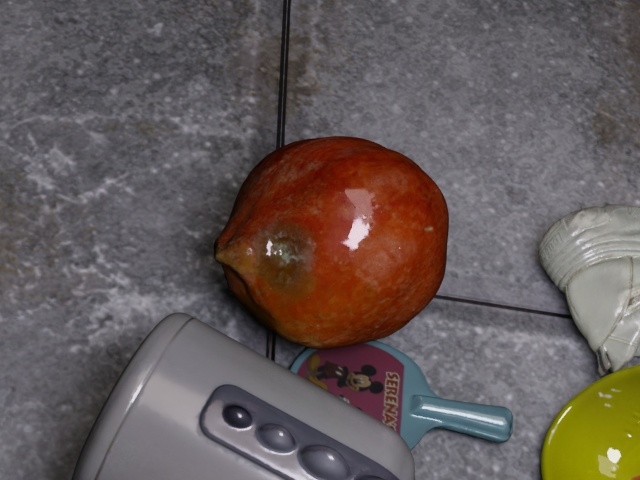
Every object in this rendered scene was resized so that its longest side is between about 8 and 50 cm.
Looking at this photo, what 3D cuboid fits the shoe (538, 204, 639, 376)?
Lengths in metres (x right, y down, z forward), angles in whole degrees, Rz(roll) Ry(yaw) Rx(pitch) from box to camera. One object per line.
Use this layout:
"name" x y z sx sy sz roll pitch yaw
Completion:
"shoe" 0.430 0.065 1.742 0.342 0.132 0.210 -6 60 -15

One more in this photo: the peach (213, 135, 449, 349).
"peach" 0.000 0.000 1.599 0.256 0.232 0.232 4 51 -35

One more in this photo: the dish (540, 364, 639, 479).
"dish" 0.341 0.259 1.550 0.108 0.221 0.262 41 44 -36

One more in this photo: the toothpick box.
"toothpick box" -0.048 0.218 1.415 0.316 0.229 0.229 27 51 5

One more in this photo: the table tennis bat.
"table tennis bat" 0.082 0.174 1.614 0.244 0.040 0.153 11 51 -2
